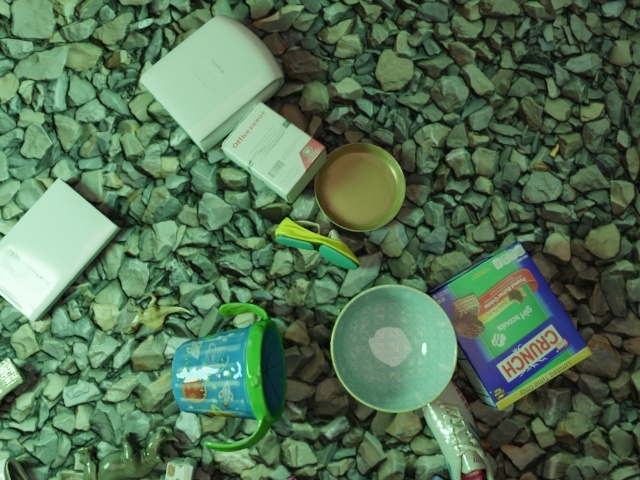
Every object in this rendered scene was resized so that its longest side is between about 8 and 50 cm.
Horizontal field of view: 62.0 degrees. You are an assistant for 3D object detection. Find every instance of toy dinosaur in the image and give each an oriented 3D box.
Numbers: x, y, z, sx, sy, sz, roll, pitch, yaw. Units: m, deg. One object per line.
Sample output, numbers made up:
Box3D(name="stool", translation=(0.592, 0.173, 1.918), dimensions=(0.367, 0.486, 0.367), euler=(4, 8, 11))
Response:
Box3D(name="toy dinosaur", translation=(-0.417, 0.174, 1.333), dimensions=(0.183, 0.053, 0.092), euler=(-20, 99, 3))

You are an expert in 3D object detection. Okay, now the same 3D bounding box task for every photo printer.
Box3D(name="photo printer", translation=(-0.267, -0.417, 1.379), dimensions=(0.307, 0.107, 0.256), euler=(-41, 85, -6))

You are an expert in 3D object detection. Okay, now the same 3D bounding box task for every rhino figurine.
Box3D(name="rhino figurine", translation=(-0.454, 0.514, 1.268), dimensions=(0.243, 0.073, 0.106), euler=(-16, 79, -5))

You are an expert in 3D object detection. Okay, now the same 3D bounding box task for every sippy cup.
Box3D(name="sippy cup", translation=(-0.213, 0.308, 1.236), dimensions=(0.224, 0.305, 0.240), euler=(-6, 111, 9))

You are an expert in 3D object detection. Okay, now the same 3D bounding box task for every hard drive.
Box3D(name="hard drive", translation=(-0.686, 0.022, 1.343), dimensions=(0.203, 0.040, 0.307), euler=(39, 83, 4))

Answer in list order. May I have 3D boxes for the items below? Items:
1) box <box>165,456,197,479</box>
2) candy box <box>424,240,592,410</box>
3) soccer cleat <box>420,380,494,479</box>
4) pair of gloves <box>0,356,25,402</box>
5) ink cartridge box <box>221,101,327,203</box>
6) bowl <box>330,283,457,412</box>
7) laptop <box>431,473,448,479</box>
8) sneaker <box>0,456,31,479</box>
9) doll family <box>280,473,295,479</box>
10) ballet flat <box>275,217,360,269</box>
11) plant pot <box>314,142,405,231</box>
Box3D(name="box", translation=(-0.350, 0.683, 1.251), dimensions=(0.063, 0.067, 0.323), euler=(8, 81, 0))
Box3D(name="candy box", translation=(0.446, 0.207, 1.306), dimensions=(0.268, 0.122, 0.317), euler=(-30, 85, -6))
Box3D(name="soccer cleat", translation=(0.331, 0.465, 1.254), dimensions=(0.116, 0.143, 0.331), euler=(-22, 80, -4))
Box3D(name="pair of gloves", translation=(-0.855, 0.321, 1.293), dimensions=(0.240, 0.042, 0.204), euler=(44, 87, 7))
Box3D(name="ink cartridge box", translation=(-0.115, -0.223, 1.351), dimensions=(0.218, 0.092, 0.158), euler=(37, 83, 11))
Box3D(name="bowl", translation=(0.165, 0.253, 1.275), dimensions=(0.290, 0.156, 0.289), euler=(0, 82, -2))
Box3D(name="laptop", translation=(0.332, 0.832, 1.170), dimensions=(0.382, 0.408, 0.236), euler=(32, 117, 3))
Box3D(name="sneaker", translation=(-0.741, 0.656, 1.224), dimensions=(0.169, 0.108, 0.292), euler=(-18, 82, -1))
Box3D(name="doll family", translation=(-0.132, 0.674, 1.249), dimensions=(0.263, 0.118, 0.163), euler=(-18, 76, -22))
Box3D(name="ballet flat", translation=(0.000, 0.000, 1.351), dimensions=(0.231, 0.077, 0.077), euler=(20, 66, 3))
Box3D(name="plant pot", translation=(0.102, -0.137, 1.389), dimensions=(0.236, 0.032, 0.236), euler=(0, 82, -2))
